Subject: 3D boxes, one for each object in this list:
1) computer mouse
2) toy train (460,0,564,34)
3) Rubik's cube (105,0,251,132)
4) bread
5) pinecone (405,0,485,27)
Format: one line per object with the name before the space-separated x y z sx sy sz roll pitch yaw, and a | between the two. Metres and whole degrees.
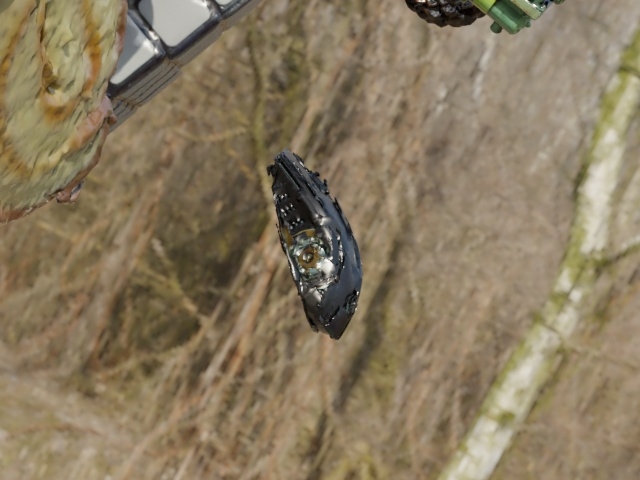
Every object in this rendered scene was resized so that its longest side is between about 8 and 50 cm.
computer mouse | 0.000 0.000 1.555 0.146 0.077 0.242 64 9 -68
toy train | 0.183 -0.315 1.528 0.200 0.132 0.083 43 39 6
Rubik's cube | -0.290 -0.353 1.767 0.344 0.337 0.344 51 2 -5
bread | -0.177 -0.090 0.645 0.123 0.190 0.244 23 -22 8
pinecone | 0.201 -0.397 2.049 0.163 0.163 0.165 28 11 8
